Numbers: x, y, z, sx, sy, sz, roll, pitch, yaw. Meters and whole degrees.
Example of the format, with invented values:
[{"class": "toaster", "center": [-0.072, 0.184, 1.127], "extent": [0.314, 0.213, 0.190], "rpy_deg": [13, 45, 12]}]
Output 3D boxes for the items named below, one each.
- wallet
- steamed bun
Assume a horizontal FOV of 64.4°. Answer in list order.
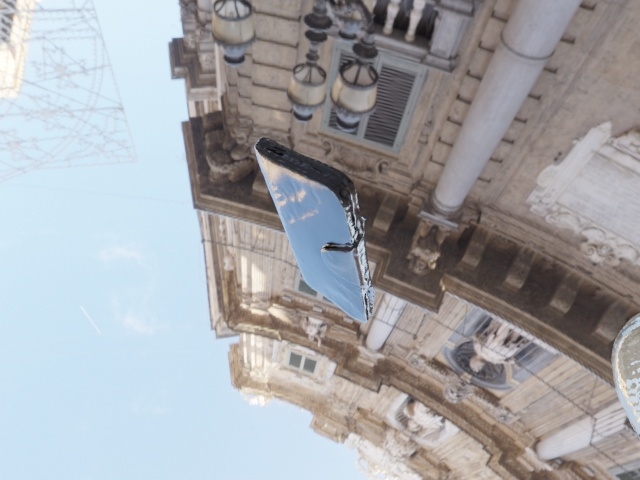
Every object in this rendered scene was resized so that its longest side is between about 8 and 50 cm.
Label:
[{"class": "wallet", "center": [0.000, 0.000, 0.737], "extent": [0.042, 0.309, 0.165], "rpy_deg": [-41, -127, -21]}, {"class": "steamed bun", "center": [0.511, 0.200, 0.694], "extent": [0.130, 0.177, 0.228], "rpy_deg": [-5, -115, -29]}]
